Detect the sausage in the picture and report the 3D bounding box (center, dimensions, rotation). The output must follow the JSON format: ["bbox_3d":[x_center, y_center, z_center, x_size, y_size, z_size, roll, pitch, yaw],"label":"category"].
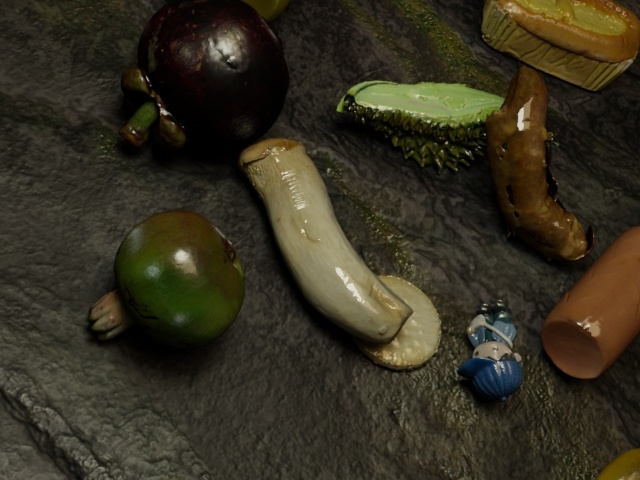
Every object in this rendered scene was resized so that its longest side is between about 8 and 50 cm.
[{"bbox_3d":[0.452,0.084,1.666,0.121,0.121,0.304,45,53,8],"label":"sausage"}]

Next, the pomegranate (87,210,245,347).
[{"bbox_3d":[-0.200,0.062,1.398,0.209,0.180,0.180,-31,72,6],"label":"pomegranate"}]

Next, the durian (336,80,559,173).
[{"bbox_3d":[0.195,-0.184,1.728,0.375,0.107,0.132,5,60,-19],"label":"durian"}]

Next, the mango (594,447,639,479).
[{"bbox_3d":[0.433,0.356,1.526,0.161,0.076,0.103,-30,82,-25],"label":"mango"}]

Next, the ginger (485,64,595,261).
[{"bbox_3d":[0.324,-0.102,1.683,0.133,0.107,0.309,-20,107,5],"label":"ginger"}]

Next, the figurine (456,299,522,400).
[{"bbox_3d":[0.245,0.159,1.571,0.087,0.086,0.149,56,30,-35],"label":"figurine"}]

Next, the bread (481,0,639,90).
[{"bbox_3d":[0.419,-0.381,1.934,0.288,0.119,0.153,21,51,-9],"label":"bread"}]

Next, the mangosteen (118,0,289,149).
[{"bbox_3d":[-0.173,-0.223,1.546,0.265,0.228,0.228,-35,77,-8],"label":"mangosteen"}]

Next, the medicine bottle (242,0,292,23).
[{"bbox_3d":[-0.084,-0.534,1.751,0.224,0.224,0.384,28,54,-5],"label":"medicine bottle"}]

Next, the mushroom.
[{"bbox_3d":[0.000,0.000,1.540,0.122,0.095,0.351,-25,70,-22],"label":"mushroom"}]

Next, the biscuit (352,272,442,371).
[{"bbox_3d":[0.106,0.116,1.565,0.152,0.020,0.152,10,57,-17],"label":"biscuit"}]
